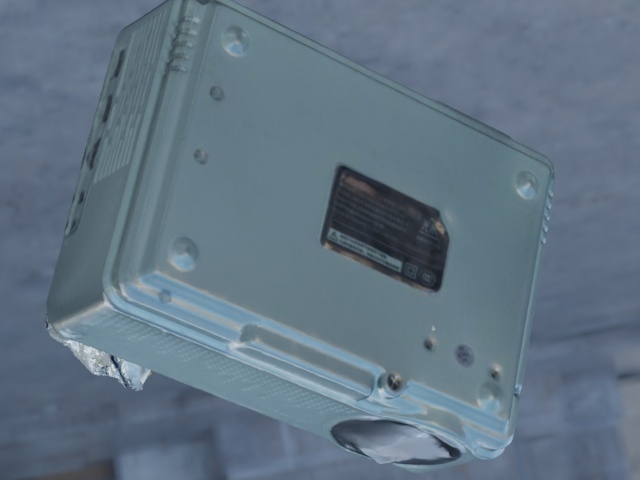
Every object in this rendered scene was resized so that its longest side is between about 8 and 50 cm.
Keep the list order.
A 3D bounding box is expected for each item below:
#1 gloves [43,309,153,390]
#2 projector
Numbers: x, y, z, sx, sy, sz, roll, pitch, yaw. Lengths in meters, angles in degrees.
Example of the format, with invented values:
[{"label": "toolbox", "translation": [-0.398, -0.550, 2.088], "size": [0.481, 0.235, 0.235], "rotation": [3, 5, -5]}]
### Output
[{"label": "gloves", "translation": [-0.162, 0.066, 1.662], "size": [0.114, 0.070, 0.153], "rotation": [-22, -155, -29]}, {"label": "projector", "translation": [0.000, 0.000, 1.064], "size": [0.257, 0.192, 0.099], "rotation": [25, 155, -27]}]
